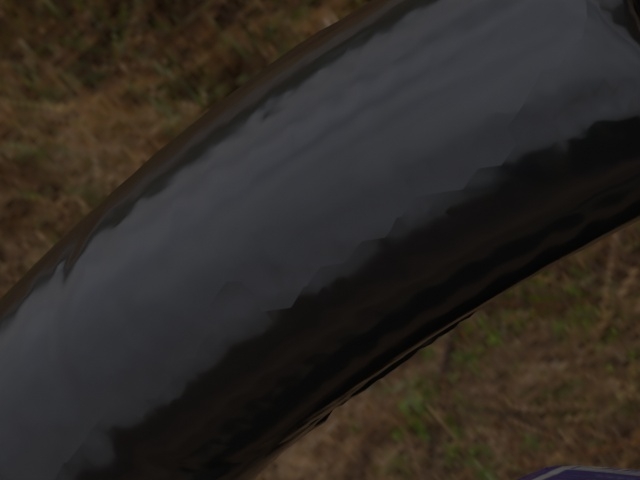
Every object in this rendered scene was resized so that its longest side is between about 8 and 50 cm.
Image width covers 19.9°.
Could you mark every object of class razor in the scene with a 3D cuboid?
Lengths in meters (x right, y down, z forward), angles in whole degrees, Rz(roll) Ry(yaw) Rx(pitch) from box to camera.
[{"bbox_3d":[-0.002,-0.001,0.623,0.349,0.113,0.204,-38,5,27],"label":"razor"}]

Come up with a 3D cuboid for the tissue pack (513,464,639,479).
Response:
[{"bbox_3d":[0.203,0.187,0.850,0.269,0.209,0.137,3,93,23],"label":"tissue pack"}]
